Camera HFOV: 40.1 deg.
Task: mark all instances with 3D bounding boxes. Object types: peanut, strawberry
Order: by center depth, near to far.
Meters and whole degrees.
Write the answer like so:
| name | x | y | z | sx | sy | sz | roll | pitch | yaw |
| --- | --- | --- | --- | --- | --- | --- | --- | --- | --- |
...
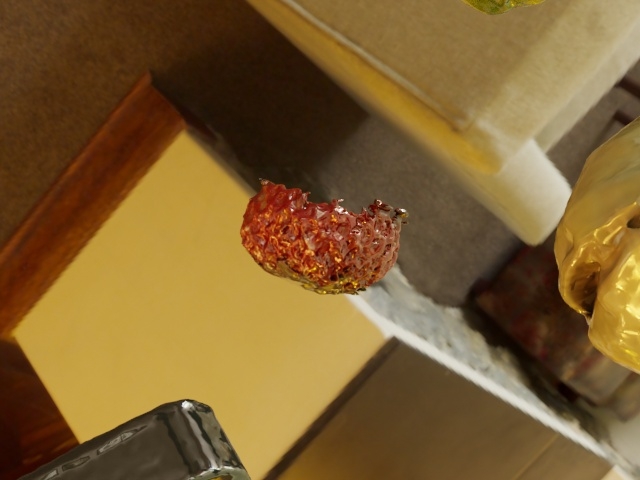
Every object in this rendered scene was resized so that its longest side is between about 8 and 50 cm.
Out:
| name | x | y | z | sx | sy | sz | roll | pitch | yaw |
| --- | --- | --- | --- | --- | --- | --- | --- | --- | --- |
| peanut | 0.221 | -0.008 | 0.395 | 0.290 | 0.130 | 0.130 | -3 | 129 | -33 |
| strawberry | 0.000 | 0.000 | 0.761 | 0.145 | 0.145 | 0.086 | 36 | 70 | -56 |

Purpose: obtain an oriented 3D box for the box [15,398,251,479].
| name | x | y | z | sx | sy | sz | roll | pitch | yaw |
| --- | --- | --- | --- | --- | --- | --- | --- | --- | --- |
| box | -0.186 | 0.226 | 0.464 | 0.350 | 0.058 | 0.211 | -28 | 141 | -12 |

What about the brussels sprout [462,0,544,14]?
| name | x | y | z | sx | sy | sz | roll | pitch | yaw |
| --- | --- | --- | --- | --- | --- | --- | --- | --- | --- |
| brussels sprout | 0.187 | -0.357 | 0.825 | 0.227 | 0.259 | 0.294 | -27 | 160 | -6 |
